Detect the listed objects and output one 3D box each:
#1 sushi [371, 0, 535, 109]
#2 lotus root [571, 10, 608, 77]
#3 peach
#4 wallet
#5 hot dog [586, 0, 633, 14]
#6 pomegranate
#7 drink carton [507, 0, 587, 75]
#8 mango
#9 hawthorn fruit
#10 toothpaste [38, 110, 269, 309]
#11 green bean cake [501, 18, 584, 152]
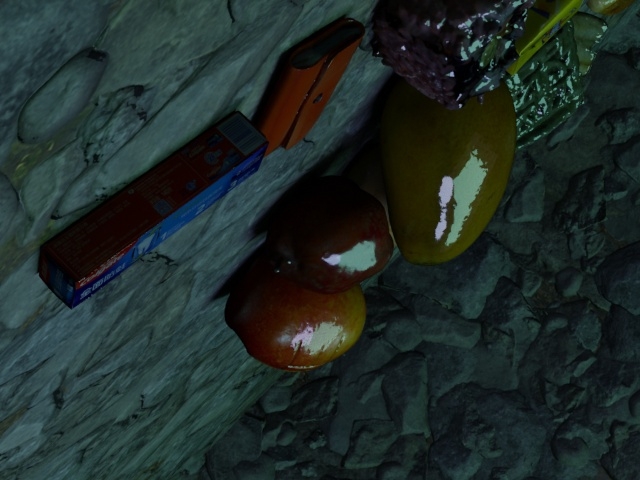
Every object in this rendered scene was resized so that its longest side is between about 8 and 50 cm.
[{"bbox_3d":[0.207,-0.320,1.625,0.236,0.171,0.270,-44,165,-10],"label":"sushi"},{"bbox_3d":[0.448,-0.398,2.410,0.314,0.142,0.210,-11,122,-38],"label":"lotus root"},{"bbox_3d":[-0.054,0.116,2.185,0.275,0.249,0.245,-15,115,-47],"label":"peach"},{"bbox_3d":[-0.023,-0.197,1.530,0.142,0.045,0.204,-38,168,-37],"label":"wallet"},{"bbox_3d":[0.633,-0.570,2.451,0.153,0.150,0.257,-40,172,23],"label":"hot dog"},{"bbox_3d":[0.146,-0.093,2.204,0.207,0.207,0.207,-44,170,-10],"label":"pomegranate"},{"bbox_3d":[0.381,-0.449,1.859,0.351,0.154,0.111,-45,169,-6],"label":"drink carton"},{"bbox_3d":[0.220,-0.137,2.002,0.264,0.221,0.377,-14,117,-48],"label":"mango"},{"bbox_3d":[0.000,0.000,1.999,0.248,0.208,0.208,-22,157,-39],"label":"hawthorn fruit"},{"bbox_3d":[-0.197,-0.042,1.388,0.320,0.066,0.076,-39,168,-31],"label":"toothpaste"},{"bbox_3d":[0.396,-0.305,2.240,0.241,0.132,0.255,-37,135,-18],"label":"green bean cake"}]
